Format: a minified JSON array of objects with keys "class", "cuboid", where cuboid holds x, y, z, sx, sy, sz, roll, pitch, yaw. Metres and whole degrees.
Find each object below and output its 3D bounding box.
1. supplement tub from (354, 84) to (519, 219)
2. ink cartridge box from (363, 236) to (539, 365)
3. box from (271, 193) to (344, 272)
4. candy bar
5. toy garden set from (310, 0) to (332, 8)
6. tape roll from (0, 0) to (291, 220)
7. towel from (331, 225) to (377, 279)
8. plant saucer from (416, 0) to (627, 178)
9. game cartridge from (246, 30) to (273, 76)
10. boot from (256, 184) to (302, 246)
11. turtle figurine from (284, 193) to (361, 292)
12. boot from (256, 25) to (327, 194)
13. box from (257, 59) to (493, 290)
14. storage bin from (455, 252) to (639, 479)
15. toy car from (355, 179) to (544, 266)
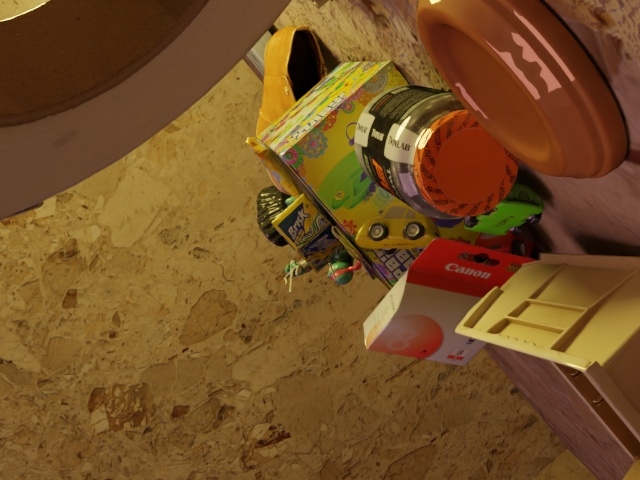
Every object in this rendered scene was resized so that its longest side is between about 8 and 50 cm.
[{"class":"supplement tub","cuboid":[0.109,-0.087,0.760,0.117,0.117,0.190,49,-179,-18]},{"class":"ink cartridge box","cuboid":[0.153,0.078,0.921,0.145,0.179,0.045,12,-131,-22]},{"class":"box","cuboid":[-0.012,-0.007,1.057,0.054,0.059,0.169,48,179,14]},{"class":"candy bar","cuboid":[-0.060,-0.095,1.056,0.040,0.018,0.161,49,180,24]},{"class":"toy garden set","cuboid":[-0.047,-0.319,0.825,0.204,0.049,0.244,49,-179,-8]},{"class":"tape roll","cuboid":[-0.127,-0.147,0.371,0.072,0.392,0.392,49,-179,9]},{"class":"towel","cuboid":[0.042,0.016,0.977,0.060,0.009,0.083,48,179,27]},{"class":"plant saucer","cuboid":[0.134,-0.116,0.567,0.200,0.037,0.200,48,-179,-1]},{"class":"game cartridge","cuboid":[-0.108,-0.376,1.618,0.294,0.060,0.196,49,-176,-30]},{"class":"boot","cuboid":[-0.028,-0.078,1.600,0.131,0.260,0.348,58,-160,-8]},{"class":"turtle figurine","cuboid":[0.000,0.000,1.321,0.118,0.175,0.234,2,-127,-28]},{"class":"boot","cuboid":[-0.044,-0.204,1.308,0.211,0.104,0.295,-135,38,-71]},{"class":"box","cuboid":[0.082,-0.077,1.078,0.290,0.177,0.279,49,180,-17]},{"class":"storage bin","cuboid":[0.282,0.147,0.702,0.262,0.123,0.260,48,170,-9]},{"class":"toy car","cuboid":[0.175,-0.024,0.864,0.238,0.053,0.225,8,163,-11]}]
